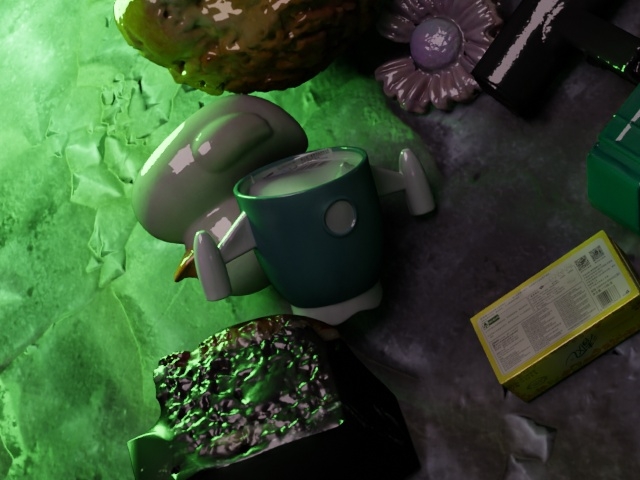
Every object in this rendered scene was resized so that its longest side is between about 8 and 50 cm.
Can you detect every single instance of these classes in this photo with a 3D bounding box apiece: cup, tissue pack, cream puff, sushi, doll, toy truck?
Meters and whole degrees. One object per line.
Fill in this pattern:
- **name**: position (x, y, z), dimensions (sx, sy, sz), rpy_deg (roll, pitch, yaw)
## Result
- **cup**: position (0.000, 0.000, 1.876), dimensions (0.299, 0.173, 0.167), rpy_deg (-22, 17, -19)
- **tissue pack**: position (0.258, 0.082, 1.744), dimensions (0.176, 0.062, 0.095), rpy_deg (-36, 49, 15)
- **cream puff**: position (-0.070, -0.299, 2.029), dimensions (0.343, 0.231, 0.327), rpy_deg (-36, 13, -15)
- **sushi**: position (-0.063, 0.193, 1.808), dimensions (0.227, 0.215, 0.212), rpy_deg (-33, 52, 18)
- **doll**: position (-0.103, -0.048, 1.999), dimensions (0.221, 0.221, 0.251), rpy_deg (25, 61, 40)
- **toy truck**: position (0.384, -0.123, 1.726), dimensions (0.114, 0.124, 0.253), rpy_deg (38, 92, 38)

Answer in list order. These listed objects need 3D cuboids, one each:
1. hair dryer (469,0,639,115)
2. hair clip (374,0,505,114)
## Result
- **hair dryer**: position (0.287, -0.220, 1.822), dimensions (0.197, 0.089, 0.251), rpy_deg (-52, 28, 1)
- **hair clip**: position (0.158, -0.301, 2.006), dimensions (0.173, 0.069, 0.300), rpy_deg (-2, 66, 34)
